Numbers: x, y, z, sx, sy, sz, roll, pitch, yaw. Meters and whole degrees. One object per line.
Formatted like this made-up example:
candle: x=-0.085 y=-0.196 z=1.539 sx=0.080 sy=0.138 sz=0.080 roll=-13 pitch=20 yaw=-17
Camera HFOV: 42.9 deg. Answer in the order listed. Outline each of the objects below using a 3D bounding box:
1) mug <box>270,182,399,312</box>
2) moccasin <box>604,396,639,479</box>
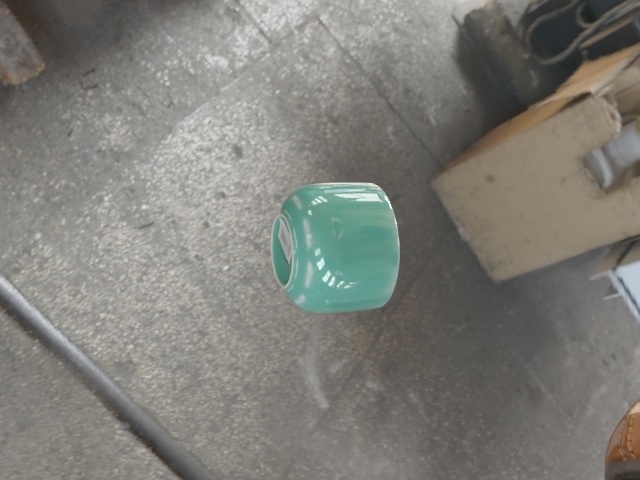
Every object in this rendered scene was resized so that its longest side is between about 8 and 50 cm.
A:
mug: x=0.002 y=0.008 z=0.819 sx=0.098 sy=0.158 sz=0.129 roll=-3 pitch=86 yaw=-21
moccasin: x=0.326 y=0.107 z=0.366 sx=0.147 sy=0.380 sz=0.139 roll=-47 pitch=109 yaw=-31
